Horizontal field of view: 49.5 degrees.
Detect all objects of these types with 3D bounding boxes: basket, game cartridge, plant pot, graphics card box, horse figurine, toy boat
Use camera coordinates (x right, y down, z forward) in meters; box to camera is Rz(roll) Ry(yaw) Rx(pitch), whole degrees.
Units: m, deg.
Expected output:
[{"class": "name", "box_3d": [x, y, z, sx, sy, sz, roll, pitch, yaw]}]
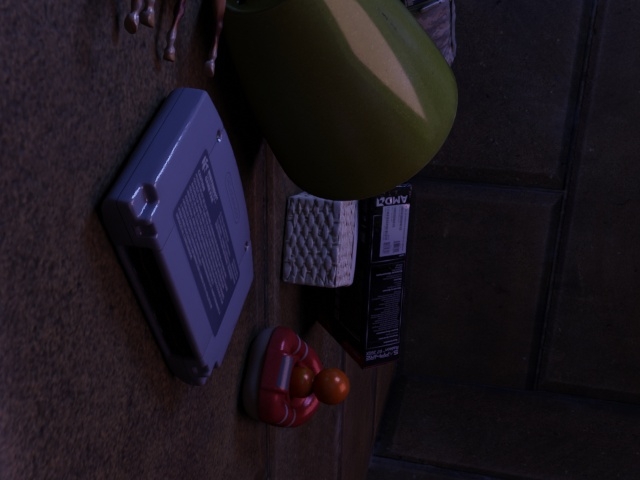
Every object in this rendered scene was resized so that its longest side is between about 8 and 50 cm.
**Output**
[{"class": "basket", "box_3d": [0.000, 0.000, 1.225, 0.103, 0.113, 0.167, -19, 113, -74]}, {"class": "game cartridge", "box_3d": [-0.137, -0.002, 0.754, 0.297, 0.062, 0.198, 83, 14, -46]}, {"class": "plant pot", "box_3d": [0.002, -0.238, 0.864, 0.293, 0.275, 0.275, 46, 49, -55]}, {"class": "graphics card box", "box_3d": [0.077, 0.037, 1.384, 0.233, 0.094, 0.371, -141, -133, -60]}, {"class": "horse figurine", "box_3d": [-0.129, -0.261, 0.635, 0.263, 0.066, 0.174, 4, 98, -80]}, {"class": "toy boat", "box_3d": [-0.027, 0.231, 1.128, 0.231, 0.151, 0.151, 61, 38, -69]}]

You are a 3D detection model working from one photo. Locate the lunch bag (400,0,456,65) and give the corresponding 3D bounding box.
[{"class": "lunch bag", "box_3d": [0.099, -0.380, 1.150, 0.305, 0.256, 0.212, 48, 50, -73]}]
